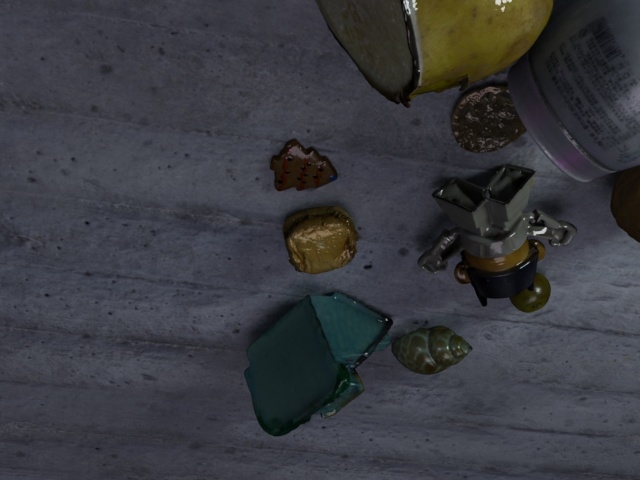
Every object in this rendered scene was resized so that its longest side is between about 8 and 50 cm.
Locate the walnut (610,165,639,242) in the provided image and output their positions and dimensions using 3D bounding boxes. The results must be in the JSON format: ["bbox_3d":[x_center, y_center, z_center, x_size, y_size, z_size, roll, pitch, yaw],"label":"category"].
[{"bbox_3d":[0.631,-0.084,1.533,0.213,0.213,0.213,-1,133,-1],"label":"walnut"}]

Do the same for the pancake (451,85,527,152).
[{"bbox_3d":[0.306,-0.215,1.504,0.152,0.025,0.151,-1,132,-1],"label":"pancake"}]

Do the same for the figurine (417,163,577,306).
[{"bbox_3d":[0.334,0.005,1.634,0.309,0.143,0.308,11,132,13],"label":"figurine"}]

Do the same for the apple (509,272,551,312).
[{"bbox_3d":[0.442,0.109,1.782,0.090,0.074,0.089,-16,147,-11],"label":"apple"}]

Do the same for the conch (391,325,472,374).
[{"bbox_3d":[0.245,0.247,1.879,0.173,0.106,0.116,-9,133,4],"label":"conch"}]

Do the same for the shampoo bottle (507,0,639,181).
[{"bbox_3d":[0.454,-0.246,1.312,0.273,0.273,0.266,33,133,-28],"label":"shampoo bottle"}]

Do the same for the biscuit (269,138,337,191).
[{"bbox_3d":[-0.030,-0.131,1.574,0.130,0.019,0.119,9,132,-11],"label":"biscuit"}]

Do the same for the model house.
[{"bbox_3d":[0.016,0.277,1.854,0.249,0.229,0.280,9,140,-44],"label":"model house"}]

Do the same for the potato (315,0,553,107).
[{"bbox_3d":[0.158,-0.412,1.219,0.296,0.290,0.397,-26,93,-15],"label":"potato"}]

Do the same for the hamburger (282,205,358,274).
[{"bbox_3d":[0.000,0.000,1.658,0.147,0.083,0.138,-12,129,7],"label":"hamburger"}]
